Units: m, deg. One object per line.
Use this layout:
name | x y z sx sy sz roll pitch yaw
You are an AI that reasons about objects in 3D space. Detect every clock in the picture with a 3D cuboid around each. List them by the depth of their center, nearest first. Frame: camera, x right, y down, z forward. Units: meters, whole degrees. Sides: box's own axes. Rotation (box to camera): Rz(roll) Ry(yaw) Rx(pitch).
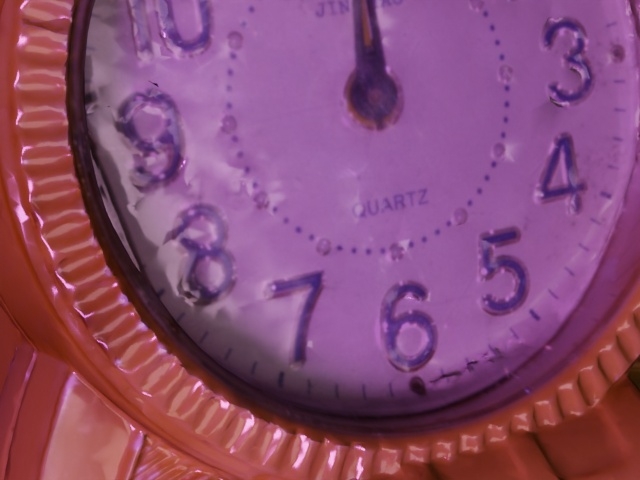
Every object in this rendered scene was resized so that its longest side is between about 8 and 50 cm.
clock | 0.000 0.000 0.507 0.244 0.200 0.316 -14 102 -26
